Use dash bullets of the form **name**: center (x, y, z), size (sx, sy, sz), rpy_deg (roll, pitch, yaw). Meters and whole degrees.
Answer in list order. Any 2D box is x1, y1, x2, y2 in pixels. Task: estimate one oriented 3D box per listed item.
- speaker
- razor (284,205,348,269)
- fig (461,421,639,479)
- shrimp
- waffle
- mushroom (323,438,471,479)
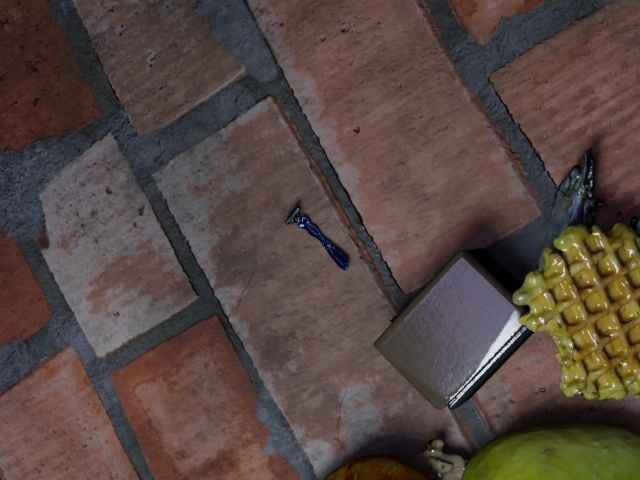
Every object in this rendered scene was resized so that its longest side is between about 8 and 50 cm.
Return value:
- **speaker**: center (0.241, 0.147, 1.747), size (0.192, 0.153, 0.231), rpy_deg (46, 106, 15)
- **razor**: center (0.002, -0.001, 1.903), size (0.154, 0.028, 0.044), rpy_deg (44, 114, 16)
- **fig**: center (0.394, 0.411, 1.648), size (0.326, 0.258, 0.258), rpy_deg (-25, 82, 7)
- **shrimp**: center (0.464, -0.001, 1.702), size (0.178, 0.075, 0.289), rpy_deg (15, 96, 13)
- **waffle**: center (0.455, 0.120, 1.642), size (0.301, 0.058, 0.281), rpy_deg (38, 85, -14)
- **mushroom**: center (0.132, 0.517, 1.795), size (0.345, 0.259, 0.345), rpy_deg (17, 125, 26)
